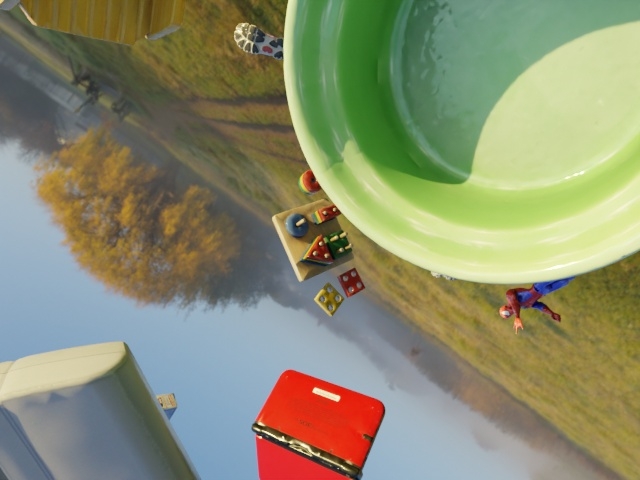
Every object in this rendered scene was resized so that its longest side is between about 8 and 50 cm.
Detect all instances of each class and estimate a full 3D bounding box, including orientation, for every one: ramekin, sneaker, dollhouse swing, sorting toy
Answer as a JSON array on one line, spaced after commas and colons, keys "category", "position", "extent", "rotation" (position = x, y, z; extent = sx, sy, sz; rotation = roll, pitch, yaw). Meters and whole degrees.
[{"category": "ramekin", "position": [0.136, -0.134, 0.358], "extent": [0.303, 0.304, 0.148], "rotation": [32, -145, 18]}, {"category": "sneaker", "position": [-0.150, -0.529, 1.282], "extent": [0.169, 0.068, 0.071], "rotation": [21, -160, -5]}, {"category": "dollhouse swing", "position": [-0.391, -0.544, 0.934], "extent": [0.304, 0.316, 0.346], "rotation": [30, -155, 34]}, {"category": "sorting toy", "position": [0.000, 0.000, 0.894], "extent": [0.046, 0.132, 0.275], "rotation": [-29, 83, 55]}]

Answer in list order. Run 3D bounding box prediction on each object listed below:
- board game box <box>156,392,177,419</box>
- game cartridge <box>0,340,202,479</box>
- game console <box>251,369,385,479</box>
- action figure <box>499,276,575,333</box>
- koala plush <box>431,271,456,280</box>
[{"category": "board game box", "position": [-0.498, 0.513, 1.330], "extent": [0.193, 0.194, 0.060], "rotation": [-12, -146, -24]}, {"category": "game cartridge", "position": [-0.223, 0.187, 0.271], "extent": [0.196, 0.294, 0.060], "rotation": [69, 165, -15]}, {"category": "game console", "position": [-0.001, 0.239, 0.555], "extent": [0.143, 0.124, 0.085], "rotation": [9, 141, 31]}, {"category": "action figure", "position": [0.530, 0.128, 1.086], "extent": [0.091, 0.280, 0.139], "rotation": [24, -137, -23]}, {"category": "koala plush", "position": [0.264, -0.053, 0.978], "extent": [0.222, 0.196, 0.203], "rotation": [63, 168, -1]}]
